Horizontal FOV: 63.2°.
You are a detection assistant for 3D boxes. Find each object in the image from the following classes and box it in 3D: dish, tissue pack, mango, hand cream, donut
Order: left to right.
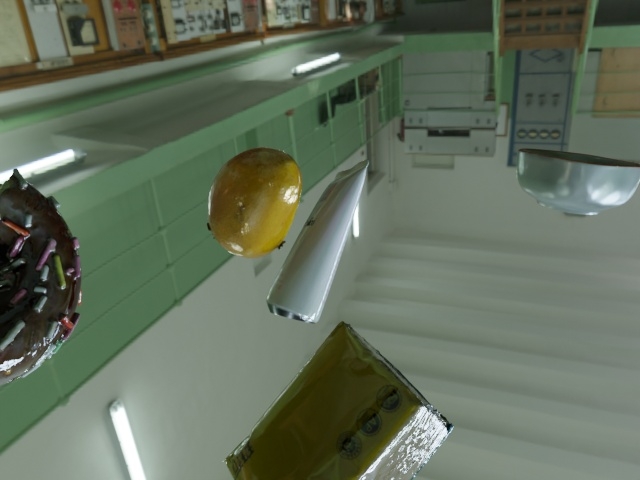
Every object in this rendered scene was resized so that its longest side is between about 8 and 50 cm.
[{"bbox_3d":[-0.470,0.078,0.712,0.136,0.259,0.345,-21,-163,34],"label":"donut"},{"bbox_3d":[-0.125,-0.087,1.007,0.137,0.257,0.187,-6,-123,-35],"label":"mango"},{"bbox_3d":[0.000,0.000,1.103,0.117,0.359,0.185,24,170,-14],"label":"hand cream"},{"bbox_3d":[0.016,0.272,0.698,0.271,0.134,0.192,-50,-139,-1],"label":"tissue pack"},{"bbox_3d":[0.559,-0.128,1.150,0.256,0.117,0.256,6,-165,-2],"label":"dish"}]
